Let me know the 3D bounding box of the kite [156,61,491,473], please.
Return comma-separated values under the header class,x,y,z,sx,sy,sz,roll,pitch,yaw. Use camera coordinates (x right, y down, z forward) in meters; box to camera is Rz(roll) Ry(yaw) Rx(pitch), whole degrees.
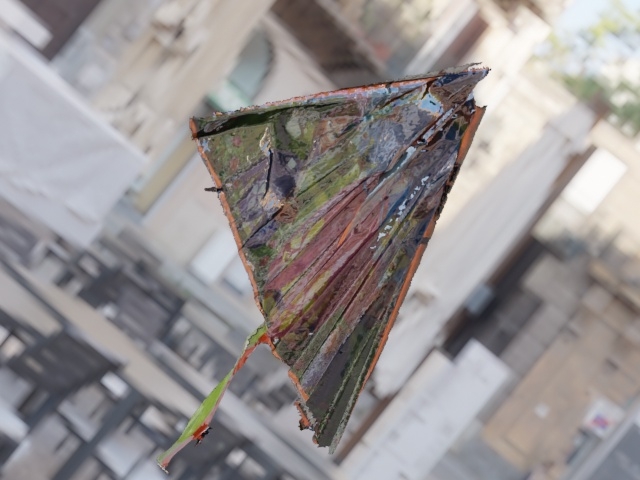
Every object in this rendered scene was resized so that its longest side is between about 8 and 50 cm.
class,x,y,z,sx,sy,sz,roll,pitch,yaw
kite,0.000,0.000,0.584,0.014,0.183,0.241,32,-14,23
